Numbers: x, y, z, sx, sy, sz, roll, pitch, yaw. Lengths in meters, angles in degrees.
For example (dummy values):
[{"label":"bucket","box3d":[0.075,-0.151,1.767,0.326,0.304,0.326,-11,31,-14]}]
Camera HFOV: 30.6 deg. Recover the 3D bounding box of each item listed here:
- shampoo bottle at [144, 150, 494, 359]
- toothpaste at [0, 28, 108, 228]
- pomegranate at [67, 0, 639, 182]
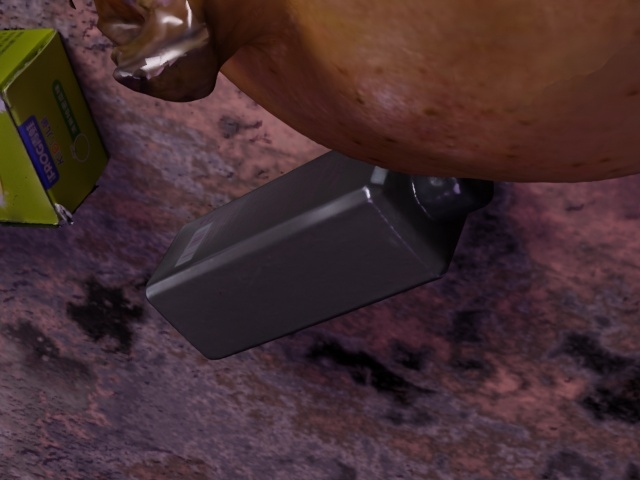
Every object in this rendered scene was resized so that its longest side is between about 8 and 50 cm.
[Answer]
[{"label":"shampoo bottle","box3d":[0.000,0.000,0.742,0.246,0.080,0.079,-23,119,38]},{"label":"toothpaste","box3d":[-0.313,-0.077,0.815,0.327,0.077,0.110,2,129,23]},{"label":"pomegranate","box3d":[0.036,-0.167,0.392,0.338,0.338,0.338,13,134,13]}]
